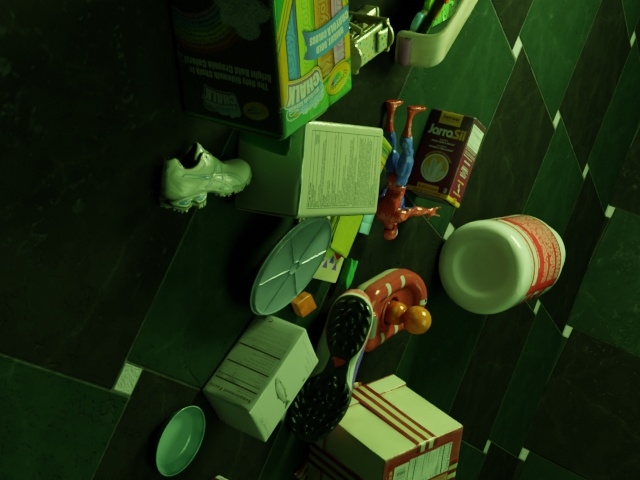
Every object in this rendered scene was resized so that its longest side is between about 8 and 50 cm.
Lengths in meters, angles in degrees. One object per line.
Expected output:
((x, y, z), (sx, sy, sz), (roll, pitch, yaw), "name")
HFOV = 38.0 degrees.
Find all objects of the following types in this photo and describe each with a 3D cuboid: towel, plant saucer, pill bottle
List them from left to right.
((-0.232, 0.320, 1.498), (0.119, 0.021, 0.119), (-37, 135, -47), "plant saucer")
((0.074, -0.087, 1.743), (0.102, 0.021, 0.237), (35, 75, -60), "towel")
((0.481, 0.051, 2.372), (0.408, 0.229, 0.228), (-9, 113, -58), "pill bottle")

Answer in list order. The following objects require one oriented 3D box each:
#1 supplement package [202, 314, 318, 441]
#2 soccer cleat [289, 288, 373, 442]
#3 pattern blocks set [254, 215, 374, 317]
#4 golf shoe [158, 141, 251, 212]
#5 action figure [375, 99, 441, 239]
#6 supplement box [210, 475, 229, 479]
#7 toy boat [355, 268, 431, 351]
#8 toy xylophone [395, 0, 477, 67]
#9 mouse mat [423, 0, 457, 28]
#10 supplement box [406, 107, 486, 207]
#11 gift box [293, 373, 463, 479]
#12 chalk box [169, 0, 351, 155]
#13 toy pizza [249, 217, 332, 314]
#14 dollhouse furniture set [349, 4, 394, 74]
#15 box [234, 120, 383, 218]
((-0.100, 0.231, 1.589), (0.179, 0.105, 0.105), (-55, 148, -28), "supplement package")
((0.028, 0.246, 1.834), (0.116, 0.109, 0.318), (-42, 151, -79), "soccer cleat")
((0.000, 0.000, 1.713), (0.325, 0.026, 0.285), (35, 76, -60), "pattern blocks set")
((-0.161, -0.103, 1.338), (0.176, 0.069, 0.086), (-31, 126, -52), "golf shoe")
((0.179, -0.138, 1.872), (0.139, 0.091, 0.280), (-10, 115, -45), "action figure")
((-0.196, 0.486, 1.542), (0.239, 0.130, 0.073), (-18, 120, -57), "supplement box")
((0.164, 0.153, 1.958), (0.231, 0.151, 0.150), (-26, 128, -53), "toy boat")
((0.250, -0.480, 1.745), (0.322, 0.081, 0.236), (-58, 169, -23), "toy xylophone")
((0.246, -0.527, 1.865), (0.153, 0.007, 0.189), (-37, 137, -46), "mouse mat")
((0.270, -0.177, 2.003), (0.081, 0.104, 0.188), (24, 84, -61), "supplement box")
((0.105, 0.438, 1.924), (0.276, 0.258, 0.255), (-8, 116, -38), "gift box")
((-0.076, -0.260, 1.277), (0.179, 0.180, 0.288), (-42, 141, -42), "chalk box")
((-0.054, 0.037, 1.550), (0.201, 0.032, 0.201), (-43, 156, -25), "toy pizza")
((0.069, -0.388, 1.533), (0.182, 0.101, 0.160), (-43, 141, -41), "dollhouse furniture set")
((-0.014, -0.116, 1.489), (0.232, 0.127, 0.148), (-4, 100, -56), "box")
